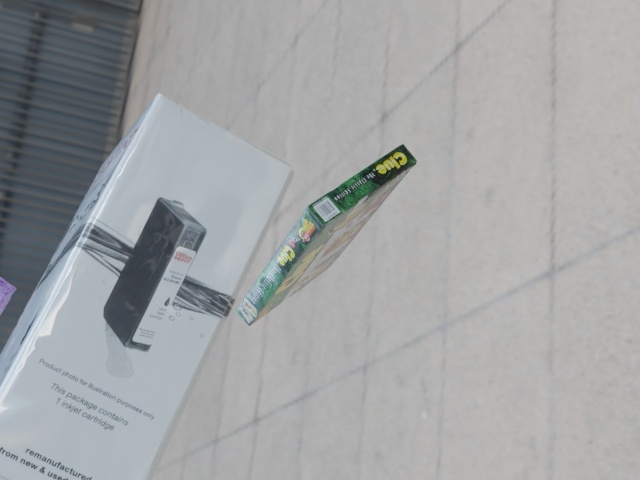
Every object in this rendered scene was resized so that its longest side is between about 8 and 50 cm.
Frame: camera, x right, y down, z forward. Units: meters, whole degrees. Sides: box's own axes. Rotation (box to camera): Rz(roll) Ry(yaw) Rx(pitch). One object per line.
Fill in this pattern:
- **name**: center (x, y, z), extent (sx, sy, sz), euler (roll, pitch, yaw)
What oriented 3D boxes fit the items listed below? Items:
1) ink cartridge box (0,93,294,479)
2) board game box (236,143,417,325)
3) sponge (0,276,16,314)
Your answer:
- **ink cartridge box**: center (-0.146, 0.056, 0.795), extent (0.273, 0.114, 0.197), euler (-65, 15, -20)
- **board game box**: center (0.000, 0.000, 1.171), extent (0.030, 0.136, 0.260), euler (52, 150, 9)
- **sponge**: center (-0.337, 0.089, 0.874), extent (0.210, 0.117, 0.031), euler (-57, 0, 15)
